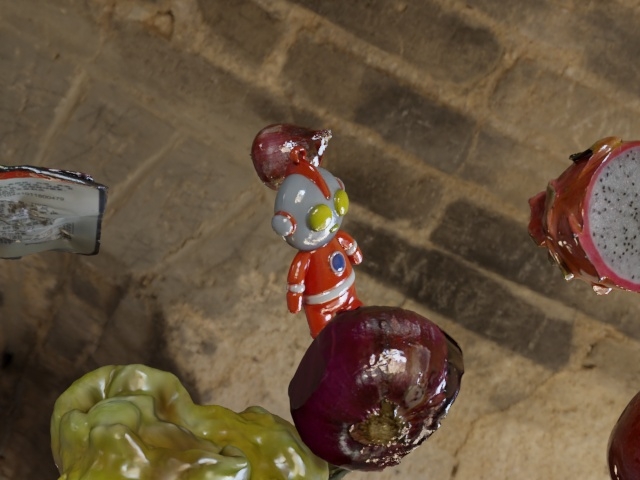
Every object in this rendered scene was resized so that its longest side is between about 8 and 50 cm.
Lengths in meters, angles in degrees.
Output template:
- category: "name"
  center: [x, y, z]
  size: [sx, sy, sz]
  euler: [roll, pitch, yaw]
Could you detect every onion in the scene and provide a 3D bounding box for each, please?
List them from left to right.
- category: "onion"
  center: [-0.057, -0.196, 1.832]
  size: [0.195, 0.159, 0.159]
  euler: [-21, -47, 21]
- category: "onion"
  center: [0.048, 0.141, 0.935]
  size: [0.140, 0.218, 0.195]
  euler: [30, -70, -20]

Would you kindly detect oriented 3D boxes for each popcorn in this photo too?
- category: "popcorn"
  center: [-0.149, 0.309, 0.894]
  size: [0.334, 0.293, 0.292]
  euler: [38, 1, -31]

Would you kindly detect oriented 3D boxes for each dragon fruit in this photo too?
- category: "dragon fruit"
  center: [0.534, -0.047, 1.551]
  size: [0.305, 0.305, 0.226]
  euler: [34, -8, -16]

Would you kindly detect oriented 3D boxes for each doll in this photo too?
- category: "doll"
  center: [0.000, 0.000, 1.385]
  size: [0.105, 0.200, 0.336]
  euler: [7, -60, 40]

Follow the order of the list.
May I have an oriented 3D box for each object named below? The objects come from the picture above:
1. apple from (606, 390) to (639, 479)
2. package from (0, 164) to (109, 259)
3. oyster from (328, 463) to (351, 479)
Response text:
- category: "apple"
  center: [0.520, 0.293, 1.112]
  size: [0.261, 0.260, 0.216]
  euler: [15, -9, 19]
- category: "package"
  center: [-0.266, -0.029, 0.710]
  size: [0.166, 0.040, 0.232]
  euler: [6, -18, -13]
- category: "oyster"
  center: [0.027, 0.311, 1.147]
  size: [0.100, 0.098, 0.037]
  euler: [-2, -59, 14]
